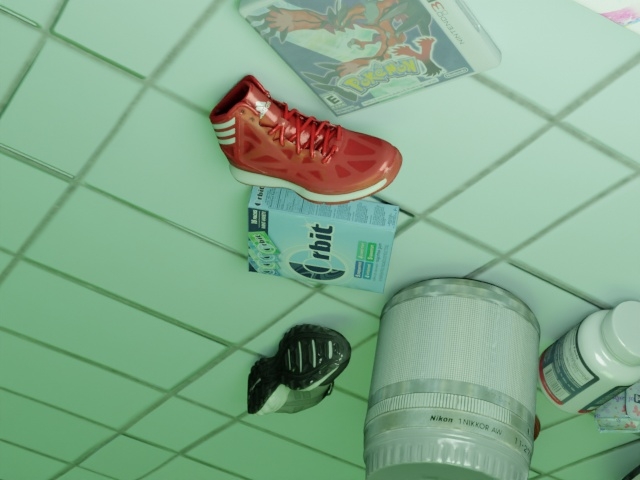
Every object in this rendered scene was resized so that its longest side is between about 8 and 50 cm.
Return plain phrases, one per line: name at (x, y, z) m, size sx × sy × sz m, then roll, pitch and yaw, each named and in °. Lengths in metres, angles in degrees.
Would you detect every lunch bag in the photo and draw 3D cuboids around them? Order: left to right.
lunch bag at (0.448, 0.241, 1.658) m, size 0.083 × 0.071 × 0.053 m, roll -3°, pitch 141°, yaw 24°

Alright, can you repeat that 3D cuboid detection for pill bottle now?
pill bottle at (0.378, 0.154, 1.511) m, size 0.108 × 0.108 × 0.180 m, roll 19°, pitch 147°, yaw -12°

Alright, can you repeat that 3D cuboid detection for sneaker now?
sneaker at (-0.028, -0.111, 1.222) m, size 0.221 × 0.087 × 0.128 m, roll 2°, pitch 147°, yaw 28°
sneaker at (-0.019, 0.199, 1.723) m, size 0.108 × 0.100 × 0.271 m, roll 9°, pitch 154°, yaw -25°

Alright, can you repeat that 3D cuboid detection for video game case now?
video game case at (0.050, -0.207, 1.125) m, size 0.201 × 0.023 × 0.183 m, roll -14°, pitch 140°, yaw 34°

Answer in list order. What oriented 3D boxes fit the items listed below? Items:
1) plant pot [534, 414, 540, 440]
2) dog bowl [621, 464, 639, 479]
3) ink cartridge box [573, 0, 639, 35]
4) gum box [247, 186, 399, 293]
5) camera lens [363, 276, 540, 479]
plant pot at (0.206, 0.406, 1.802) m, size 0.272 × 0.265 × 0.272 m, roll 8°, pitch 147°, yaw 5°
dog bowl at (0.663, 0.496, 1.804) m, size 0.407 × 0.150 × 0.408 m, roll 1°, pitch 130°, yaw 1°
ink cartridge box at (0.313, -0.258, 0.879) m, size 0.353 × 0.119 × 0.207 m, roll 23°, pitch 145°, yaw -16°
gum box at (0.000, 0.000, 1.443) m, size 0.184 × 0.041 × 0.157 m, roll 10°, pitch 148°, yaw 2°
camera lens at (0.174, 0.203, 1.488) m, size 0.219 × 0.274 × 0.219 m, roll 8°, pitch 148°, yaw 5°
